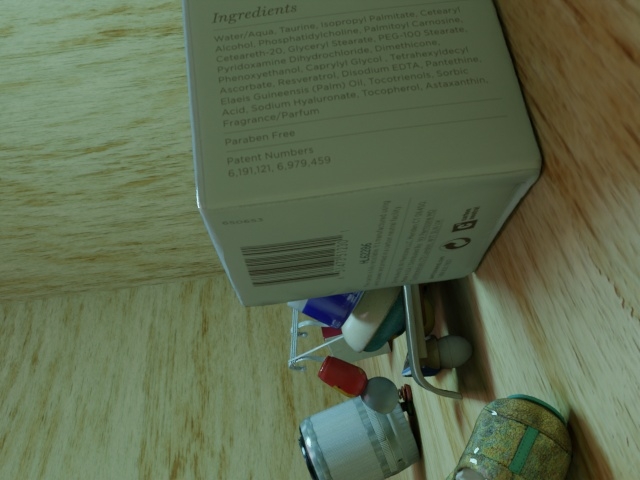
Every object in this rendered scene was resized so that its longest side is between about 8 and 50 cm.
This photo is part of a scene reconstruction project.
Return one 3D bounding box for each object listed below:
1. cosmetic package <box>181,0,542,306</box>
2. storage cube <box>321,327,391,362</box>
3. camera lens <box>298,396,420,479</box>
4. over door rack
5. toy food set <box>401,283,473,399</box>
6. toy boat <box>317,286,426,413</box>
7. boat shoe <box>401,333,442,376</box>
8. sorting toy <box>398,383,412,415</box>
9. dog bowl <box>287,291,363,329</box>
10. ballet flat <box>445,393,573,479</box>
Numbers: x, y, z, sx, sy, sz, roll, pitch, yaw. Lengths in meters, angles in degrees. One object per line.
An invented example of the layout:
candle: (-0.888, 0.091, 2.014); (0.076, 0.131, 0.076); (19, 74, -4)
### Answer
cosmetic package: (0.022, -0.165, 0.768); (0.329, 0.328, 0.393); (88, 174, -69)
storage cube: (0.102, 0.242, 1.901); (0.183, 0.215, 0.193); (73, -175, -50)
camera lens: (0.094, 0.530, 1.620); (0.219, 0.275, 0.219); (158, 90, -86)
over door rack: (0.023, 0.203, 1.710); (0.324, 0.108, 0.239); (-45, 35, 46)
toy food set: (0.178, 0.094, 0.982); (0.219, 0.093, 0.305); (60, -155, -76)
toy boat: (0.114, 0.175, 1.185); (0.318, 0.148, 0.267); (-61, -3, -41)
boat shoe: (0.197, 0.220, 1.173); (0.183, 0.066, 0.066); (114, 155, -68)
sorting toy: (0.216, 0.417, 1.628); (0.061, 0.042, 0.101); (-100, 3, -58)
dog bowl: (0.047, 0.022, 1.109); (0.264, 0.104, 0.265); (-63, -1, -3)
ballet flat: (0.182, 0.300, 0.670); (0.123, 0.123, 0.348); (-99, 5, -46)
